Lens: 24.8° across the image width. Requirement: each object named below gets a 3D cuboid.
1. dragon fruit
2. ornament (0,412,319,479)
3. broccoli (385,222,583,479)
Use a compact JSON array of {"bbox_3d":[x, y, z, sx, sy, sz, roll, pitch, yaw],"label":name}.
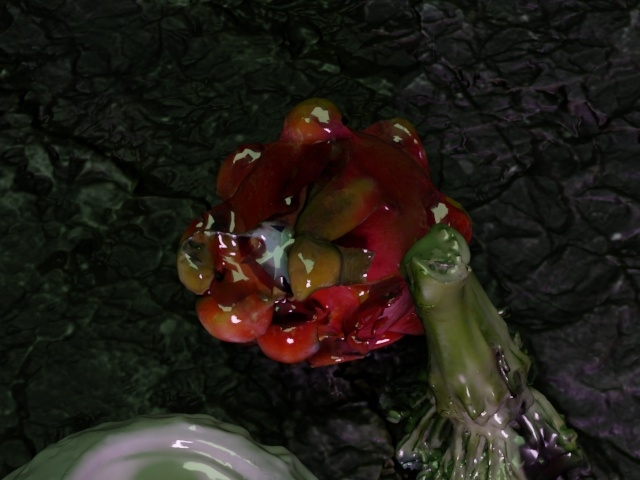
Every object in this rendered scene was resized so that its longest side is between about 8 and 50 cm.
[{"bbox_3d":[0.003,0.012,1.260,0.227,0.243,0.307,12,49,24],"label":"dragon fruit"},{"bbox_3d":[-0.124,0.307,1.088,0.337,0.337,0.337,-2,63,5],"label":"ornament"},{"bbox_3d":[0.114,0.101,1.175,0.145,0.304,0.165,-23,47,-5],"label":"broccoli"}]
